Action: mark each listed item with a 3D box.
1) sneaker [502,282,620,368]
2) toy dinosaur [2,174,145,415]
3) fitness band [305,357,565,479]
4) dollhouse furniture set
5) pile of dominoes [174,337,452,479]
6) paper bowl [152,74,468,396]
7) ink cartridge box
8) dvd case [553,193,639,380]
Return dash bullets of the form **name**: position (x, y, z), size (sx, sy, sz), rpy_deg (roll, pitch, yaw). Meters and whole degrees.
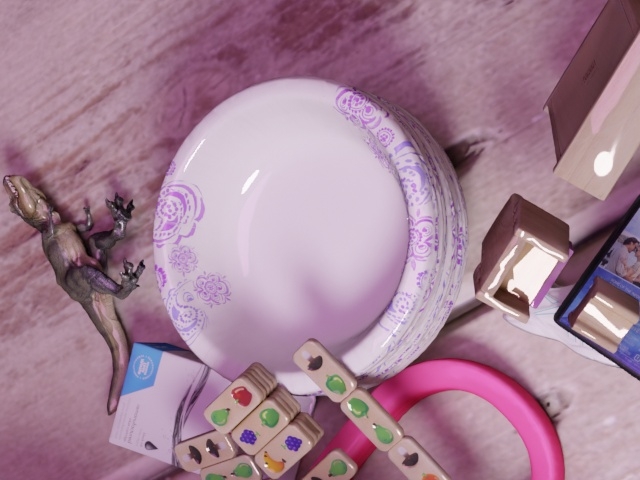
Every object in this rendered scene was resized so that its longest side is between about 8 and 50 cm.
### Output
- **sneaker**: position (0.233, 0.070, 1.584), size (0.152, 0.053, 0.061), rpy_deg (24, 94, 27)
- **toy dinosaur**: position (-0.225, 0.029, 1.818), size (0.118, 0.064, 0.268), rpy_deg (-40, 69, 34)
- **fitness band**: position (0.089, 0.243, 1.641), size (0.209, 0.054, 0.291), rpy_deg (43, 104, 24)
- **dollhouse furniture set**: position (0.326, -0.028, 1.494), size (0.303, 0.198, 0.286), rpy_deg (29, 109, -5)
- **pile of dominoes**: position (0.002, 0.222, 1.580), size (0.251, 0.040, 0.196), rpy_deg (46, 120, 1)
- **paper bowl**: position (0.000, 0.000, 1.656), size (0.284, 0.148, 0.284), rpy_deg (-2, 85, 26)
- **ink cartridge box**: position (-0.104, 0.169, 1.742), size (0.180, 0.060, 0.104), rpy_deg (15, 92, 27)
- **dvd case**: position (0.338, 0.013, 1.523), size (0.180, 0.022, 0.253), rpy_deg (35, 88, 26)
